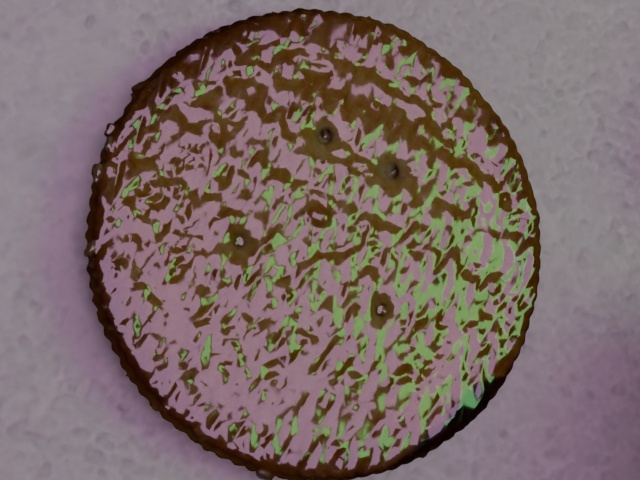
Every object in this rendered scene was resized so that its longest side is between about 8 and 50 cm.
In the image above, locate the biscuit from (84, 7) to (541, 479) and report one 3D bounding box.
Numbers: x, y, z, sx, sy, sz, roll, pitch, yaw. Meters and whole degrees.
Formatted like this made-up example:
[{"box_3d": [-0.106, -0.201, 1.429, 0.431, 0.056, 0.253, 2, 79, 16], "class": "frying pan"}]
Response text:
[{"box_3d": [0.000, 0.000, 0.755, 0.305, 0.038, 0.305, 2, 83, -15], "class": "biscuit"}]
